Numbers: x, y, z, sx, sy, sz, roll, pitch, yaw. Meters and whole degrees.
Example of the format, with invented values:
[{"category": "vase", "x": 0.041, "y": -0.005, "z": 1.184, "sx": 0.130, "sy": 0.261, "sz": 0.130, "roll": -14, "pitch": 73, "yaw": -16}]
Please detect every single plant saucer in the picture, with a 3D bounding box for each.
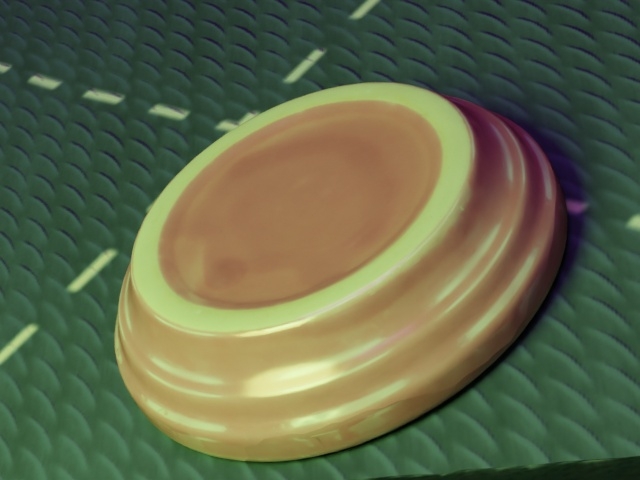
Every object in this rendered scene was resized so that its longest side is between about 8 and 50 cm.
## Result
[{"category": "plant saucer", "x": 0.000, "y": 0.000, "z": 1.127, "sx": 0.332, "sy": 0.084, "sz": 0.332, "roll": -17, "pitch": 37, "yaw": 14}]

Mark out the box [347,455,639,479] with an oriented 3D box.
[{"category": "box", "x": -0.020, "y": 0.319, "z": 0.412, "sx": 0.480, "sy": 0.471, "sz": 0.297, "roll": -9, "pitch": 39, "yaw": 25}]
